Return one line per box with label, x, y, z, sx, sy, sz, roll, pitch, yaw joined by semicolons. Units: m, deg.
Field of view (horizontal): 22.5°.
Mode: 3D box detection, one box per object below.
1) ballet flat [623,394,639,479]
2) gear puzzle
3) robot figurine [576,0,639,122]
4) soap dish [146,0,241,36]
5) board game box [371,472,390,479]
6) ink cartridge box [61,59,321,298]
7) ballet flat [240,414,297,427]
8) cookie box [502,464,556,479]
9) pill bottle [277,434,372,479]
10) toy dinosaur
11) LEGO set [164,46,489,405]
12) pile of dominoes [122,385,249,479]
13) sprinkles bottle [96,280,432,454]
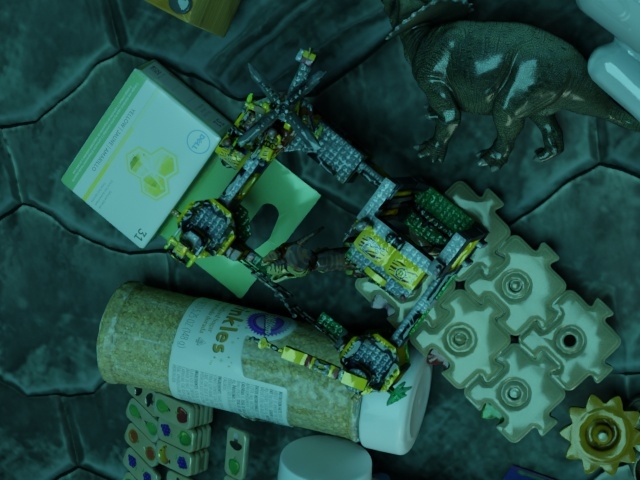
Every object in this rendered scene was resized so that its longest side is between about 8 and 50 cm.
ballet flat;0.373;0.278;1.686;0.084;0.058;0.250;-11;107;22
gear puzzle;0.210;0.102;1.660;0.339;0.044;0.175;45;98;2
robot figurine;0.366;-0.223;1.406;0.353;0.200;0.300;36;112;2
soap dish;-0.148;-0.370;1.576;0.229;0.118;0.291;29;116;7
board game box;0.163;0.464;1.796;0.390;0.050;0.390;15;116;27
ink cartridge box;-0.142;-0.058;1.737;0.235;0.056;0.171;40;118;3
ballet flat;-0.061;0.189;1.814;0.114;0.041;0.041;7;113;17
cookie box;0.235;0.311;1.757;0.092;0.040;0.107;19;117;14
pill bottle;-0.001;0.325;1.741;0.119;0.119;0.208;12;115;15
toy dinosaur;0.175;-0.155;1.549;0.313;0.121;0.160;21;130;15
LEGO set;0.000;0.000;1.560;0.255;0.192;0.331;-45;82;12
pile of dominoes;-0.171;0.291;1.838;0.196;0.040;0.251;18;110;38
sprinkles bottle;-0.062;0.136;1.746;0.355;0.121;0.121;12;114;15
